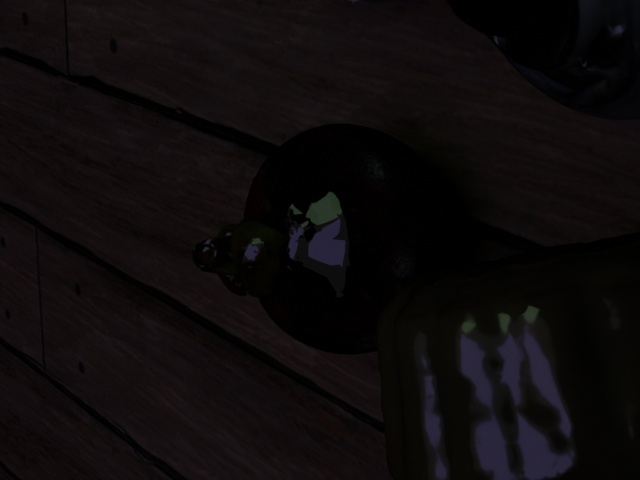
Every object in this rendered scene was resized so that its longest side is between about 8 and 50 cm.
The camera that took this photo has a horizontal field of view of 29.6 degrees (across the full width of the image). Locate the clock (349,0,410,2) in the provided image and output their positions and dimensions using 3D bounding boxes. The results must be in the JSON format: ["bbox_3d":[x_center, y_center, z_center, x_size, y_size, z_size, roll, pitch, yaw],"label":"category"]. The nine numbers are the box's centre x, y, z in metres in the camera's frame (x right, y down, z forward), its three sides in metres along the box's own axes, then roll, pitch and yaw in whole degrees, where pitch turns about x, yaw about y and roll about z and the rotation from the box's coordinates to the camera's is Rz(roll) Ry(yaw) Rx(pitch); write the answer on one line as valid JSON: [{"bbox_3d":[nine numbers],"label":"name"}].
[{"bbox_3d":[0.026,-0.252,1.035,0.197,0.150,0.063,28,120,46],"label":"clock"}]

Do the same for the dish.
[{"bbox_3d":[0.147,-0.191,0.837,0.273,0.134,0.273,53,161,27],"label":"dish"}]

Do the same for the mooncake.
[{"bbox_3d":[0.178,0.081,0.839,0.290,0.290,0.161,-14,85,53],"label":"mooncake"}]

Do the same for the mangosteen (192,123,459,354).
[{"bbox_3d":[0.012,0.000,1.086,0.216,0.216,0.216,21,117,48],"label":"mangosteen"}]
